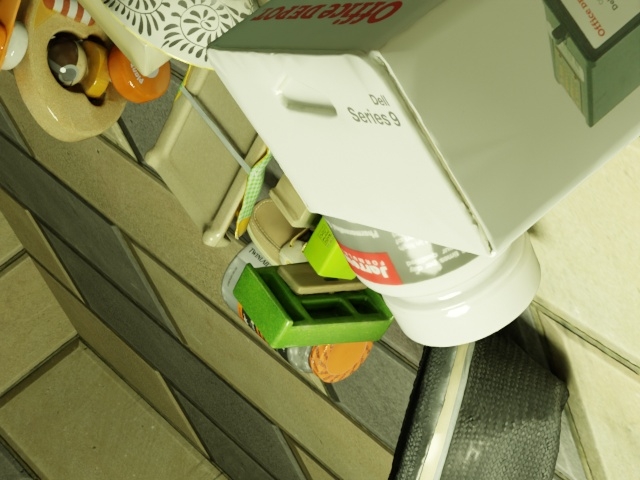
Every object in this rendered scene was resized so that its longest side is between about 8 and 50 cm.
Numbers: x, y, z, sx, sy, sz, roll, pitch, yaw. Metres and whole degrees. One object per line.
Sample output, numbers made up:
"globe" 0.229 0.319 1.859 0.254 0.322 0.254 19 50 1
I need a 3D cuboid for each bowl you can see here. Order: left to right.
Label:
"bowl" -0.125 -0.246 1.549 0.170 0.170 0.080 45 119 22

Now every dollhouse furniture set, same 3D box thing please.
"dollhouse furniture set" -0.028 -0.062 1.646 0.301 0.151 0.198 52 128 31

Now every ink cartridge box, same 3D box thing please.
"ink cartridge box" 0.111 -0.131 0.826 0.121 0.289 0.211 58 163 -20

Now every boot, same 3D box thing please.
"boot" 0.000 0.000 1.801 0.213 0.077 0.165 41 162 16

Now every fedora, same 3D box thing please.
"fedora" 0.160 0.193 1.580 0.152 0.334 0.334 15 159 3

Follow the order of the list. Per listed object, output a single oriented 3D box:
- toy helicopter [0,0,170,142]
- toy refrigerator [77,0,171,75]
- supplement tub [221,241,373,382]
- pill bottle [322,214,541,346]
"toy helicopter" -0.344 -0.287 1.896 0.140 0.235 0.355 -14 99 41
"toy refrigerator" -0.235 -0.315 1.710 0.269 0.102 0.094 48 164 8
"supplement tub" -0.027 0.087 1.991 0.190 0.117 0.117 39 160 35
"pill bottle" 0.073 -0.056 1.323 0.161 0.161 0.283 28 152 54
